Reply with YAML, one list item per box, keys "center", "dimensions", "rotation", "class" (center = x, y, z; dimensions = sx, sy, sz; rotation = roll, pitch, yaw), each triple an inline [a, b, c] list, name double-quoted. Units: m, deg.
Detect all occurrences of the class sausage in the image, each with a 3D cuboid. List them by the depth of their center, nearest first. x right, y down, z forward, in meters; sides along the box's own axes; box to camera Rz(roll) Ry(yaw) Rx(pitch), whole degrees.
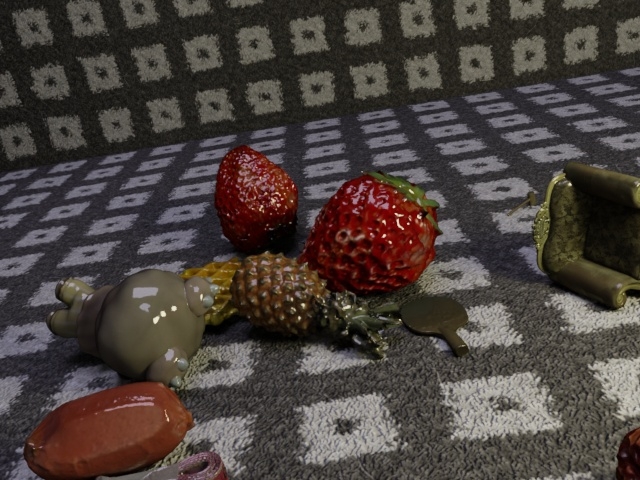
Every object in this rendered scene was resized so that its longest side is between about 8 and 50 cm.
- center: [-0.332, 0.305, 1.076]
  dimensions: [0.255, 0.148, 0.148]
  rotation: [-11, 22, -3]
  class: "sausage"

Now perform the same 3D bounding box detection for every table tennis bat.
- center: [0.237, 0.165, 1.338]
  dimensions: [0.131, 0.022, 0.234]
  rotation: [-12, 20, -6]
  class: "table tennis bat"

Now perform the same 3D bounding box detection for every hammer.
- center: [0.543, -0.093, 1.818]
  dimensions: [0.110, 0.035, 0.019]
  rotation: [-33, 30, -27]
  class: "hammer"

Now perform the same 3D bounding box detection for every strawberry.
- center: [0.115, 0.009, 1.493]
  dimensions: [0.292, 0.309, 0.291]
  rotation: [21, 13, -5]
  class: "strawberry"
- center: [-0.184, -0.121, 1.855]
  dimensions: [0.239, 0.288, 0.250]
  rotation: [-25, 5, -12]
  class: "strawberry"

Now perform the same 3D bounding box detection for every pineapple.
- center: [-0.014, 0.139, 1.356]
  dimensions: [0.361, 0.175, 0.175]
  rotation: [24, 37, 29]
  class: "pineapple"

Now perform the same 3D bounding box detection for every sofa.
- center: [0.555, -0.012, 1.324]
  dimensions: [0.182, 0.258, 0.200]
  rotation: [-6, 20, -27]
  class: "sofa"

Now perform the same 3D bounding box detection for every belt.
- center: [-0.256, 0.371, 1.008]
  dimensions: [0.232, 0.053, 0.071]
  rotation: [-13, 30, -6]
  class: "belt"

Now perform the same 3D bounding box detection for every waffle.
- center: [-0.246, 0.118, 1.586]
  dimensions: [0.307, 0.060, 0.312]
  rotation: [-11, 23, -12]
  class: "waffle"

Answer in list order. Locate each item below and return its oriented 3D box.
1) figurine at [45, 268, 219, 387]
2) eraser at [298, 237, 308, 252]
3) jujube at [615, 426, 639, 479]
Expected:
- center: [-0.392, 0.158, 1.357]
  dimensions: [0.381, 0.203, 0.248]
  rotation: [6, 59, 29]
  class: "figurine"
- center: [0.000, 0.000, 1.818]
  dimensions: [0.122, 0.029, 0.052]
  rotation: [-28, 28, -37]
  class: "eraser"
- center: [0.423, 0.305, 0.763]
  dimensions: [0.155, 0.155, 0.230]
  rotation: [-8, 14, 6]
  class: "jujube"
